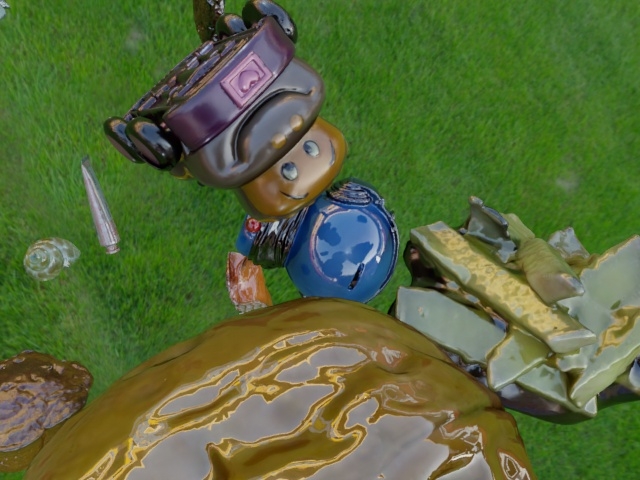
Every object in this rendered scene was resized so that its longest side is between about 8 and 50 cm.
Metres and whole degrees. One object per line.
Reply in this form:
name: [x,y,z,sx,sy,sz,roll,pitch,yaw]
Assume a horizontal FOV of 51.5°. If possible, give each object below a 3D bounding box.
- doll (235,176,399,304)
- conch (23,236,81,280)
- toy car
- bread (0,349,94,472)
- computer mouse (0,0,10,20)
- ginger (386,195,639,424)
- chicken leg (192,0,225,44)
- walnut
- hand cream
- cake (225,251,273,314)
doll: [0.000,0.000,1.291,0.310,0.240,0.284,21,112,-5]
conch: [-0.685,0.041,1.667,0.116,0.105,0.173,8,26,23]
toy car: [-0.119,-0.162,0.940,0.271,0.341,0.240,-48,118,-13]
bread: [-0.540,0.294,1.197,0.232,0.135,0.247,24,30,16]
computer mouse: [-0.378,-0.256,0.573,0.231,0.071,0.126,17,42,-44]
ginger: [0.316,0.048,0.909,0.414,0.211,0.358,14,49,-4]
chicken leg: [-0.188,-0.369,1.157,0.051,0.253,0.105,-14,54,-15]
walnut: [-0.022,0.223,0.471,0.398,0.308,0.354,-30,74,-18]
hand cream: [-0.464,-0.074,1.390,0.043,0.067,0.209,-13,109,-4]
cake: [-0.180,0.141,1.664,0.098,0.287,0.135,-9,56,1]
